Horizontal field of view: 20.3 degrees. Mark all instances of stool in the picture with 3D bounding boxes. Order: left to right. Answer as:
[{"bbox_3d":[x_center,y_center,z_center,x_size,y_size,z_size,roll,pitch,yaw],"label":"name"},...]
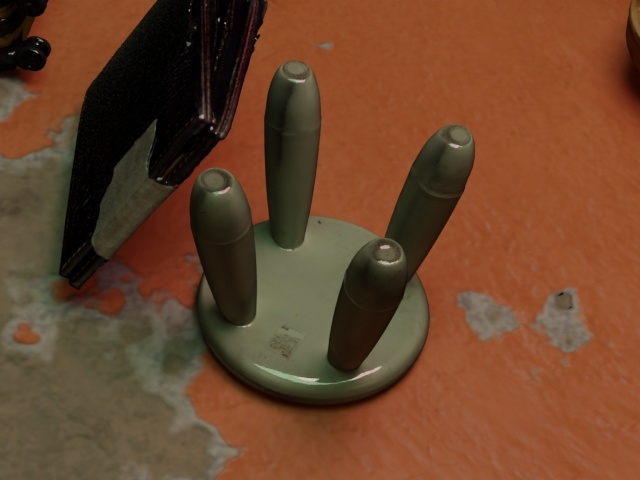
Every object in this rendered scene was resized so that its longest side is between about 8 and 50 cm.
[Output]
[{"bbox_3d":[0.000,0.000,1.425,0.195,0.199,0.195,22,50,14],"label":"stool"}]

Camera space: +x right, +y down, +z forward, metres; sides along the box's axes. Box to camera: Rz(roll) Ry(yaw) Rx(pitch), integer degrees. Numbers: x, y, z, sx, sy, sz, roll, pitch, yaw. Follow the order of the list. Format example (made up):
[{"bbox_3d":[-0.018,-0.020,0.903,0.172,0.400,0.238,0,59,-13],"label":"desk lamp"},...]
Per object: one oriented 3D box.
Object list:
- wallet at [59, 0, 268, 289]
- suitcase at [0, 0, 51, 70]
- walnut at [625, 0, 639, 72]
[{"bbox_3d":[-0.139,-0.112,1.484,0.071,0.221,0.262,31,38,-24],"label":"wallet"},{"bbox_3d":[-0.349,-0.271,1.652,0.234,0.143,0.194,10,48,2],"label":"suitcase"},{"bbox_3d":[0.374,-0.165,1.698,0.167,0.087,0.211,-25,58,-35],"label":"walnut"}]
